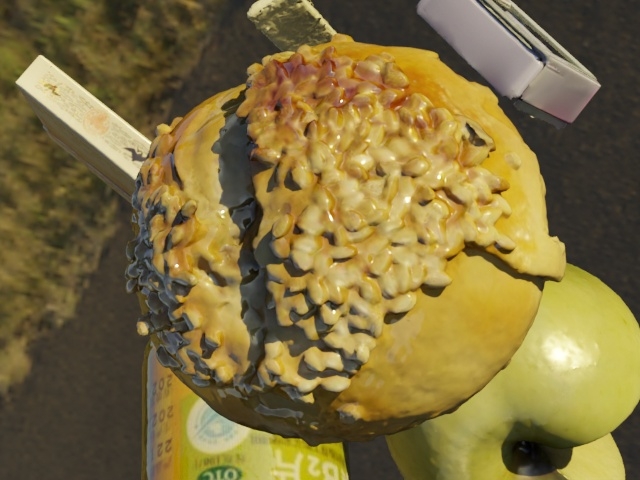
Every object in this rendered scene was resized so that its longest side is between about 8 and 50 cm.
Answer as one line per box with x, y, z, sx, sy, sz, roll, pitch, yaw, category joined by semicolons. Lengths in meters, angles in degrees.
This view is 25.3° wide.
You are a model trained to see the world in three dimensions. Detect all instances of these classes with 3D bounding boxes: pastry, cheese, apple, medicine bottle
0.000;0.000;0.988;0.316;0.184;0.284;-12;81;23;pastry
0.005;-0.271;2.092;0.085;0.400;0.034;-36;63;8;cheese
0.202;0.155;1.487;0.292;0.292;0.254;-56;25;26;apple
-0.078;0.276;1.492;0.224;0.224;0.384;-36;46;42;medicine bottle

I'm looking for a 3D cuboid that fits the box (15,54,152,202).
-0.265;-0.113;1.772;0.051;0.205;0.365;-52;0;-7;box

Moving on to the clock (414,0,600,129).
0.218;-0.222;1.651;0.073;0.145;0.193;-51;57;18;clock
